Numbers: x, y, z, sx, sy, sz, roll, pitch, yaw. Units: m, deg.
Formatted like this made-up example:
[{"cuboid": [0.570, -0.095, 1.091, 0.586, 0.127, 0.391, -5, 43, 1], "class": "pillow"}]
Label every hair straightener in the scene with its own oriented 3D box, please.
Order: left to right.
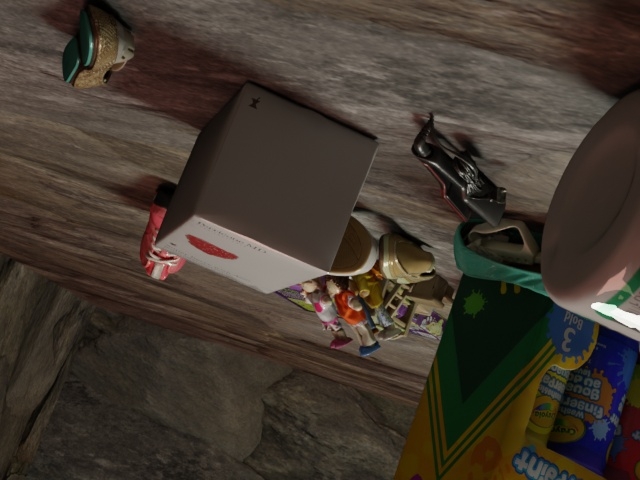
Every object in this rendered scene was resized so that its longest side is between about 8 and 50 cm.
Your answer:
[{"cuboid": [0.170, -0.074, 1.347, 0.089, 0.047, 0.230, 13, 161, 30], "class": "hair straightener"}]

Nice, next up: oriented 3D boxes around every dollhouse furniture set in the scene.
[{"cuboid": [0.169, 0.127, 2.046, 0.161, 0.101, 0.182, 10, 164, 39], "class": "dollhouse furniture set"}]

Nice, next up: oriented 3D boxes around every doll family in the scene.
[{"cuboid": [0.054, 0.081, 1.922, 0.163, 0.118, 0.263, 65, 165, -5], "class": "doll family"}]

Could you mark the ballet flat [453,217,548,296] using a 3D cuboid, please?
[{"cuboid": [0.269, 0.019, 1.487, 0.247, 0.083, 0.087, 10, 140, 35], "class": "ballet flat"}]

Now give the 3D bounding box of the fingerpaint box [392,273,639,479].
[{"cuboid": [0.346, 0.252, 1.683, 0.163, 0.371, 0.445, 7, 161, 47], "class": "fingerpaint box"}]

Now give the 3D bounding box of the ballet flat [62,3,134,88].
[{"cuboid": [-0.246, -0.219, 1.351, 0.067, 0.073, 0.206, -4, 179, -20], "class": "ballet flat"}]

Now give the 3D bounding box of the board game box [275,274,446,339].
[{"cuboid": [0.048, 0.110, 2.306, 0.347, 0.056, 0.208, 10, 168, 40], "class": "board game box"}]

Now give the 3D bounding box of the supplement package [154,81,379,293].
[{"cuboid": [-0.077, -0.054, 1.494, 0.178, 0.175, 0.293, 24, 167, -12], "class": "supplement package"}]

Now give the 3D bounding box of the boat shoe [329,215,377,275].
[{"cuboid": [0.000, 0.000, 1.805, 0.096, 0.098, 0.277, 31, 173, -41], "class": "boat shoe"}]

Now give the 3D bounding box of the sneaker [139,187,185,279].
[{"cuboid": [-0.260, 0.003, 2.119, 0.116, 0.136, 0.314, 20, 168, -5], "class": "sneaker"}]

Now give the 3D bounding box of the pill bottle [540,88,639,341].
[{"cuboid": [0.391, 0.028, 1.030, 0.361, 0.204, 0.204, 23, 167, -12], "class": "pill bottle"}]

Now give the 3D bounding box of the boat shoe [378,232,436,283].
[{"cuboid": [0.135, 0.027, 1.791, 0.072, 0.068, 0.190, 3, 174, 16], "class": "boat shoe"}]
